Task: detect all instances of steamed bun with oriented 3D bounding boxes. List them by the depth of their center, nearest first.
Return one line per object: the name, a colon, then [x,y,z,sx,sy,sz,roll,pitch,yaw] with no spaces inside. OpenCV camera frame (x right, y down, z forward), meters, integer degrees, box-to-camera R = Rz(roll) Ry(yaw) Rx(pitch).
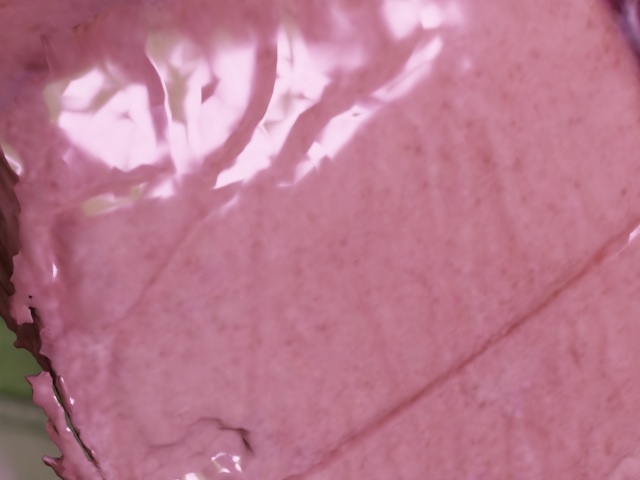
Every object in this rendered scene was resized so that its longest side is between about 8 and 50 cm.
steamed bun: [0.000,0.000,0.621,0.252,0.199,0.301,-27,117,-14]
